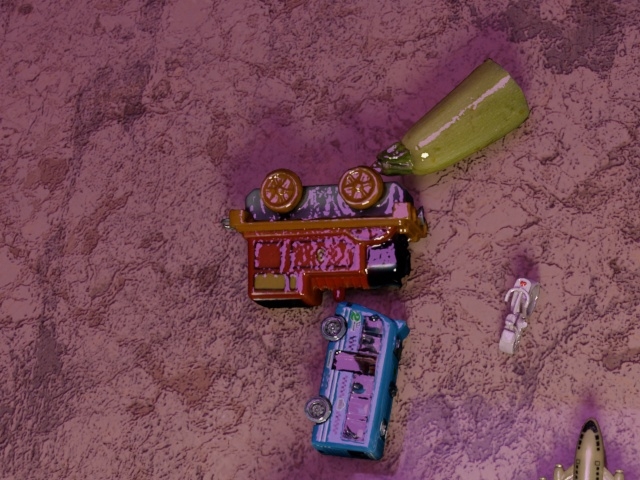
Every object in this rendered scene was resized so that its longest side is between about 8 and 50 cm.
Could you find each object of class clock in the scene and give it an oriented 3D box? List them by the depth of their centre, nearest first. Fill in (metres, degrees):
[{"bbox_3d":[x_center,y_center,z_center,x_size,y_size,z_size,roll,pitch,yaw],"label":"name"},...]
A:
[{"bbox_3d":[0.322,0.121,1.875,0.041,0.087,0.129,18,81,23],"label":"clock"}]

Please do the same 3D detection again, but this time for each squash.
[{"bbox_3d":[0.219,-0.179,2.009,0.287,0.137,0.137,-38,62,-4],"label":"squash"}]

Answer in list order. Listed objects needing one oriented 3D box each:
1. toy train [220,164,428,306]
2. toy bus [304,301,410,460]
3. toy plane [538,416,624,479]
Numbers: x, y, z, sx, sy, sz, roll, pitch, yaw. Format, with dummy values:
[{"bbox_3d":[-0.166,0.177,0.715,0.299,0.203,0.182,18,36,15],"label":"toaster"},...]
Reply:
[{"bbox_3d":[0.000,0.000,1.985,0.369,0.163,0.232,-2,79,16],"label":"toy train"},{"bbox_3d":[0.060,0.232,1.885,0.134,0.113,0.246,7,71,15],"label":"toy bus"},{"bbox_3d":[0.401,0.390,1.724,0.229,0.092,0.244,1,66,20],"label":"toy plane"}]
